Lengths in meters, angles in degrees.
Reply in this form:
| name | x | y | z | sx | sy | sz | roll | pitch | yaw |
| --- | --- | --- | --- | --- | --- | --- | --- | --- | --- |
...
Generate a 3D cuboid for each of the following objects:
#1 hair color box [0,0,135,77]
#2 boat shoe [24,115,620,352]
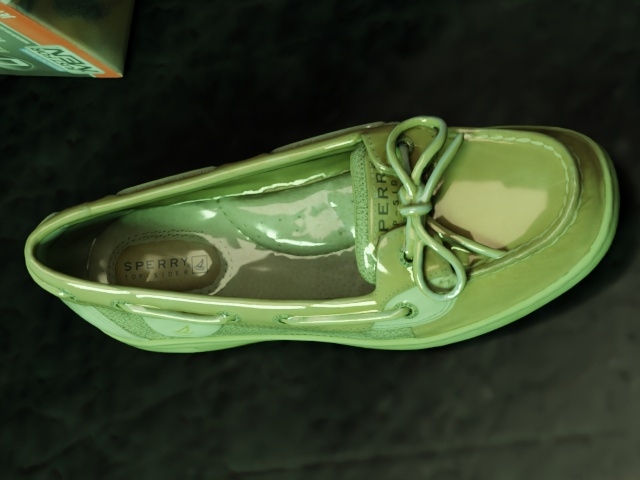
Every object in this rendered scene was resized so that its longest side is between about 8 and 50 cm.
| name | x | y | z | sx | sy | sz | roll | pitch | yaw |
| --- | --- | --- | --- | --- | --- | --- | --- | --- | --- |
| hair color box | -0.085 | -0.139 | 0.547 | 0.053 | 0.093 | 0.167 | 4 | 79 | 25 |
| boat shoe | -0.001 | -0.002 | 0.500 | 0.153 | 0.048 | 0.056 | -6 | 75 | 23 |
